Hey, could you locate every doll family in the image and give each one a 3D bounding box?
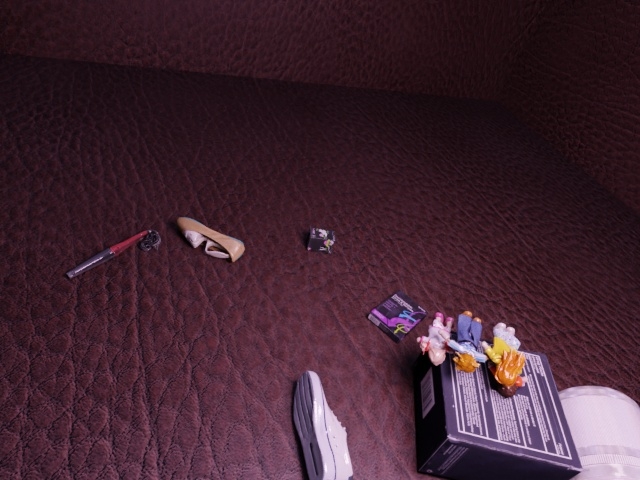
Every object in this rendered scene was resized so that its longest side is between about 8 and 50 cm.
[{"bbox_3d":[0.356,0.242,0.989,0.263,0.118,0.163,22,39,7],"label":"doll family"}]

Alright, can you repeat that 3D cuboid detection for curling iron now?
[{"bbox_3d":[-0.566,0.035,1.232,0.068,0.035,0.274,38,43,23],"label":"curling iron"}]

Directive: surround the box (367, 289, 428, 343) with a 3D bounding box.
[{"bbox_3d":[0.232,0.222,1.319,0.116,0.029,0.162,38,42,23],"label":"box"}]

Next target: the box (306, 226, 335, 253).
[{"bbox_3d":[0.000,0.000,1.462,0.083,0.062,0.052,9,42,-11],"label":"box"}]

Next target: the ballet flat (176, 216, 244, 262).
[{"bbox_3d":[-0.343,-0.002,1.329,0.232,0.080,0.073,21,55,6],"label":"ballet flat"}]

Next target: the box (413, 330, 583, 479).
[{"bbox_3d":[0.392,0.402,1.049,0.294,0.182,0.296,14,39,-2],"label":"box"}]

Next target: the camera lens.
[{"bbox_3d":[0.639,0.493,1.008,0.219,0.219,0.274,18,40,0],"label":"camera lens"}]

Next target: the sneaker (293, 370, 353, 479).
[{"bbox_3d":[0.004,0.415,0.981,0.091,0.094,0.258,21,36,-31],"label":"sneaker"}]
